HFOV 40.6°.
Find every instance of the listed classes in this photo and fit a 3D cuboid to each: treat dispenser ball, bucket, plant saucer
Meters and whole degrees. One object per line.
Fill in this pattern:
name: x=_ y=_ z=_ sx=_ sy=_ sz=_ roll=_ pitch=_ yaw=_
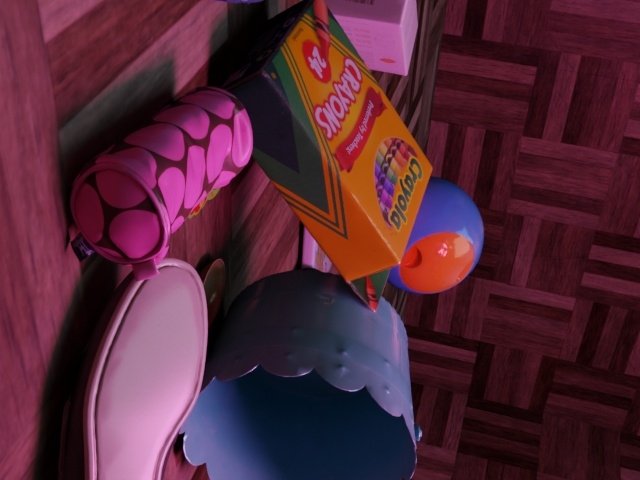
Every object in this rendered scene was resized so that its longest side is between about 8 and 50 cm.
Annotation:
treat dispenser ball: x=0.251 y=-0.014 z=2.101 sx=0.288 sy=0.288 sz=0.288 roll=12 pitch=90 yaw=-79
bucket: x=-0.017 y=0.184 z=1.044 sx=0.183 sy=0.281 sz=0.281 roll=-78 pitch=172 yaw=-50
plant saucer: x=-0.130 y=0.060 z=0.991 sx=0.083 sy=0.015 sz=0.084 roll=12 pitch=90 yaw=-79

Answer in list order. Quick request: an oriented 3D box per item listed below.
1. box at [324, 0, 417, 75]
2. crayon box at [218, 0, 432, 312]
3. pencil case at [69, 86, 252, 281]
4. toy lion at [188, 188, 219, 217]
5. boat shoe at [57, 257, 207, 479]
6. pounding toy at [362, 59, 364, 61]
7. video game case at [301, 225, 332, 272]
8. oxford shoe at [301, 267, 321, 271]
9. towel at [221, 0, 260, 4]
box: x=0.073 y=-0.332 z=1.302 sx=0.170 sy=0.130 sz=0.091 roll=59 pitch=43 yaw=-75
crayon box: x=0.028 y=-0.100 z=1.001 sx=0.319 sy=0.081 sz=0.202 roll=53 pitch=35 yaw=-24
pencil case: x=-0.123 y=-0.056 z=0.722 sx=0.098 sy=0.095 sz=0.209 roll=60 pitch=29 yaw=-16
toy lion: x=-0.120 y=-0.068 z=0.885 sx=0.100 sy=0.034 sz=0.096 roll=42 pitch=67 yaw=-77
boat shoe: x=-0.179 y=0.177 z=0.737 sx=0.112 sy=0.095 sz=0.335 roll=12 pitch=85 yaw=-43
pounding toy: x=-0.003 y=-0.151 z=1.202 sx=0.181 sy=0.094 sz=0.206 roll=-53 pitch=153 yaw=-64
video game case: x=0.000 y=0.000 z=1.533 sx=0.193 sy=0.023 sz=0.213 roll=-65 pitch=163 yaw=-55
oxford shoe: x=-0.027 y=0.166 z=1.463 sx=0.096 sy=0.082 sz=0.227 roll=-57 pitch=144 yaw=-55
towel: x=-0.083 y=-0.270 z=0.857 sx=0.119 sy=0.029 sz=0.067 roll=-42 pitch=142 yaw=-70
